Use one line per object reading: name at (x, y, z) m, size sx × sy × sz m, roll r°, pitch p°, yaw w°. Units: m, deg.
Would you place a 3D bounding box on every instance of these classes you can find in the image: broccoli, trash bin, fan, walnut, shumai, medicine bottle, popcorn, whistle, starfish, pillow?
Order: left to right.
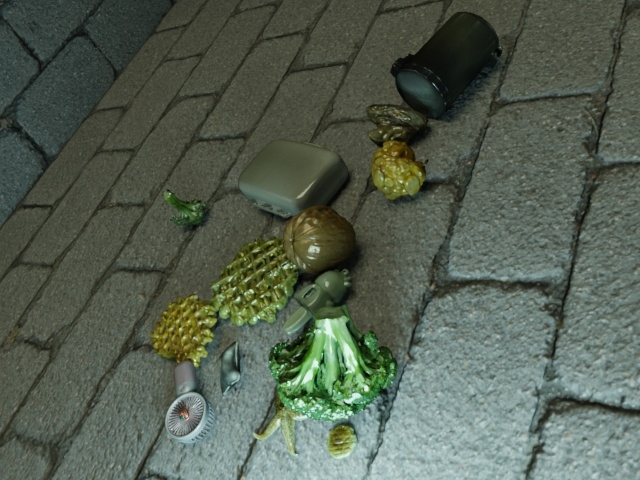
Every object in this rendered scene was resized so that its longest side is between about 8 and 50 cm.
broccoli at (-0.492, -0.120, 2.395) m, size 0.123 × 0.204 × 0.118 m, roll 10°, pitch 75°, yaw 28°
fan at (-0.363, 0.434, 1.840) m, size 0.130 × 0.074 × 0.244 m, roll -30°, pitch 46°, yaw 9°
pillow at (-0.252, 0.352, 1.872) m, size 0.091 × 0.055 × 0.135 m, roll -26°, pitch 39°, yaw 16°
medicine bottle at (-0.098, -0.212, 2.258) m, size 0.375 × 0.123 × 0.282 m, roll 20°, pitch 63°, yaw 46°
starfish at (-0.073, 0.432, 1.684) m, size 0.217 × 0.050 × 0.223 m, roll -19°, pitch 47°, yaw 7°
whistle at (-0.008, 0.166, 1.851) m, size 0.244 × 0.092 × 0.110 m, roll -46°, pitch 42°, yaw -13°
walnut at (0.000, 0.000, 1.924) m, size 0.213 × 0.213 × 0.213 m, roll -20°, pitch 42°, yaw 19°
broccoli at (0.026, 0.279, 1.590) m, size 0.308 × 0.274 × 0.308 m, roll -4°, pitch 20°, yaw 2°
shumai at (0.231, -0.357, 2.170) m, size 0.210 × 0.161 × 0.152 m, roll 15°, pitch 82°, yaw 18°
popcorn at (0.224, -0.201, 2.016) m, size 0.163 × 0.140 × 0.194 m, roll -32°, pitch 49°, yaw -7°
trash bin at (0.408, -0.570, 2.182) m, size 0.252 × 0.203 × 0.301 m, roll 40°, pitch 75°, yaw 9°

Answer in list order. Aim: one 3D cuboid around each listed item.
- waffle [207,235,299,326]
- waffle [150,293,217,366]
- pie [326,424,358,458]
waffle at (-0.193, 0.115, 2.047) m, size 0.297 × 0.073 × 0.317 m, roll 6°, pitch 55°, yaw 39°
waffle at (-0.419, 0.282, 2.036) m, size 0.253 × 0.056 × 0.248 m, roll -15°, pitch 57°, yaw 32°
pie at (0.049, 0.469, 1.571) m, size 0.085 × 0.020 × 0.084 m, roll -20°, pitch 42°, yaw 19°
